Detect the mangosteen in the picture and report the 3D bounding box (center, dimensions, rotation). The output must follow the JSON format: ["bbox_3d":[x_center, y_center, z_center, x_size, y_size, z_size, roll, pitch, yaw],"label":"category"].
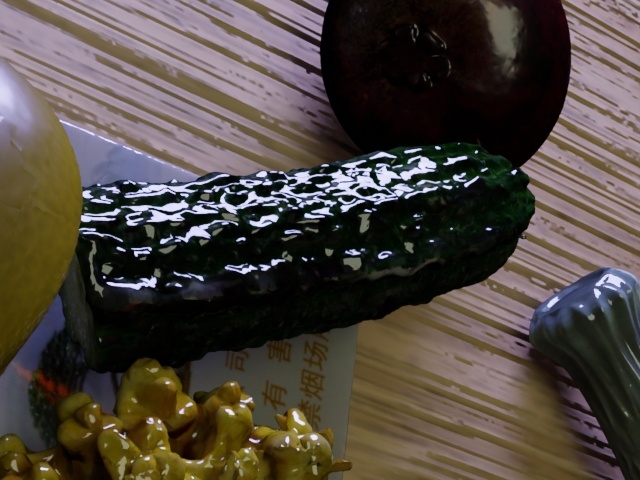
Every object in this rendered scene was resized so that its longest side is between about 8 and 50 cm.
[{"bbox_3d":[0.065,-0.091,0.864,0.140,0.140,0.140,15,65,-34],"label":"mangosteen"}]

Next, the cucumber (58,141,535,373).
[{"bbox_3d":[0.000,0.001,0.710,0.265,0.077,0.077,-9,80,-39],"label":"cucumber"}]

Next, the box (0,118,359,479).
[{"bbox_3d":[-0.096,0.036,0.713,0.233,0.067,0.149,22,58,-30],"label":"box"}]

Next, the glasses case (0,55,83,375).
[{"bbox_3d":[-0.252,-0.057,0.530,0.371,0.141,0.173,33,59,-10],"label":"glasses case"}]

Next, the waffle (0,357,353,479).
[{"bbox_3d":[-0.063,0.142,0.640,0.197,0.070,0.193,-37,125,-13],"label":"waffle"}]

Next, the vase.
[{"bbox_3d":[0.166,0.087,0.900,0.081,0.081,0.148,-32,92,-41],"label":"vase"}]
